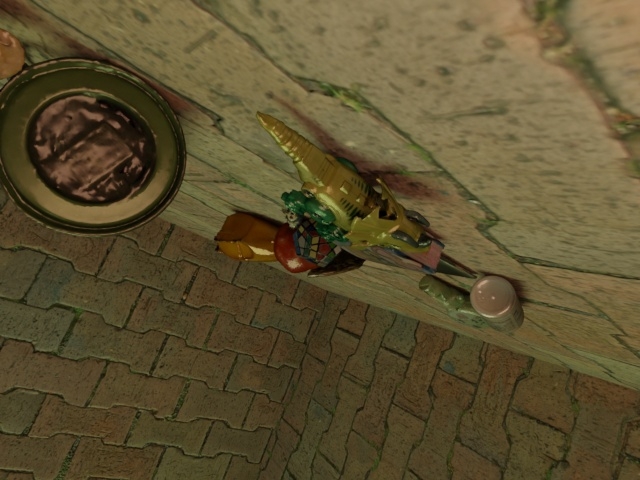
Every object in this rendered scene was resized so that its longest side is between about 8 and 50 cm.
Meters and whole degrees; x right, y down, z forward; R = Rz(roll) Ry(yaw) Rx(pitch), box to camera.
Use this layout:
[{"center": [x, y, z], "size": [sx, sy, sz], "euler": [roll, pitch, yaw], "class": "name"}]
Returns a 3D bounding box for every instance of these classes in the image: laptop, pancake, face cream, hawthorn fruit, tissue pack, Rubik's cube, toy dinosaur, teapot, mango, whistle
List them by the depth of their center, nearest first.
[{"center": [0.013, -0.060, 0.493], "size": [0.259, 0.094, 0.153], "euler": [35, 166, -28], "class": "toy dinosaur"}, {"center": [-0.340, -0.131, 0.609], "size": [0.270, 0.200, 0.337], "euler": [50, 163, -18], "class": "teapot"}, {"center": [0.106, 0.001, 0.689], "size": [0.115, 0.065, 0.155], "euler": [26, 169, -38], "class": "tissue pack"}, {"center": [-0.050, -0.048, 0.816], "size": [0.030, 0.047, 0.083], "euler": [19, 170, 7], "class": "toy dinosaur"}, {"center": [0.000, 0.000, 0.838], "size": [0.093, 0.111, 0.111], "euler": [46, 173, 6], "class": "Rubik's cube"}, {"center": [0.370, 0.142, 0.857], "size": [0.082, 0.082, 0.269], "euler": [16, 170, 33], "class": "face cream"}, {"center": [0.167, 0.030, 0.877], "size": [0.188, 0.015, 0.269], "euler": [26, 170, -30], "class": "laptop"}, {"center": [-0.047, 0.012, 0.936], "size": [0.125, 0.125, 0.140], "euler": [19, 165, 16], "class": "hawthorn fruit"}, {"center": [0.024, 0.053, 1.012], "size": [0.184, 0.020, 0.190], "euler": [7, -161, 45], "class": "pancake"}, {"center": [0.354, 0.159, 1.066], "size": [0.258, 0.067, 0.126], "euler": [30, 156, -23], "class": "whistle"}, {"center": [-0.181, -0.002, 1.165], "size": [0.252, 0.126, 0.154], "euler": [9, 155, 26], "class": "mango"}]

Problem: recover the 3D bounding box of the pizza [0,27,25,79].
[{"center": [-0.479, -0.260, 0.343], "size": [0.409, 0.114, 0.278], "euler": [22, 172, -10], "class": "pizza"}]
